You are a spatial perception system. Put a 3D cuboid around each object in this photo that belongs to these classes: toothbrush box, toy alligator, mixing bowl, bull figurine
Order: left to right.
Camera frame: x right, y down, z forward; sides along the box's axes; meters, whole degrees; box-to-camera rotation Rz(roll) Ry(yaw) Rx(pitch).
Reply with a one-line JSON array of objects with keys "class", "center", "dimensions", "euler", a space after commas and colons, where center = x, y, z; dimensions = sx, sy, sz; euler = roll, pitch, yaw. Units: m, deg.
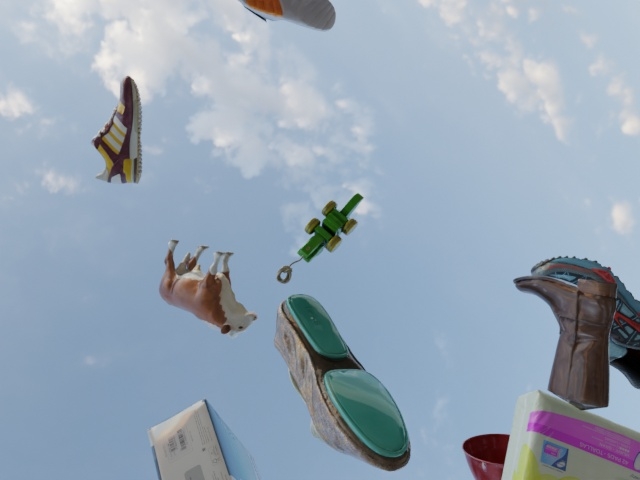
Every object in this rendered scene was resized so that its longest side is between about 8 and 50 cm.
[{"class": "bull figurine", "center": [-0.272, 0.110, 1.249], "dimensions": [0.101, 0.310, 0.188], "euler": [11, -89, -55]}, {"class": "toothbrush box", "center": [-0.193, 0.482, 1.015], "dimensions": [0.126, 0.295, 0.216], "euler": [-28, -135, -8]}, {"class": "toy alligator", "center": [0.000, 0.000, 0.830], "dimensions": [0.056, 0.051, 0.190], "euler": [41, -102, 13]}, {"class": "mixing bowl", "center": [0.405, 0.503, 1.157], "dimensions": [0.181, 0.181, 0.098], "euler": [-2, -92, -36]}]

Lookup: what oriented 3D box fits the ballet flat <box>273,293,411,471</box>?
[{"class": "ballet flat", "center": [0.015, 0.198, 0.704], "dimensions": [0.107, 0.106, 0.316], "euler": [10, -155, -28]}]

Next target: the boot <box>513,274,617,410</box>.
[{"class": "boot", "center": [0.215, 0.091, 0.483], "dimensions": [0.037, 0.106, 0.114], "euler": [8, -93, -26]}]

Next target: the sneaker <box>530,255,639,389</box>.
[{"class": "sneaker", "center": [0.438, 0.129, 0.818], "dimensions": [0.262, 0.104, 0.125], "euler": [36, -128, 3]}]

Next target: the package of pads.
[{"class": "package of pads", "center": [0.422, 0.432, 0.873], "dimensions": [0.229, 0.101, 0.296], "euler": [22, -115, 3]}]

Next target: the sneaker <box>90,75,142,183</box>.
[{"class": "sneaker", "center": [-0.353, -0.190, 0.910], "dimensions": [0.084, 0.069, 0.185], "euler": [0, -80, -14]}]

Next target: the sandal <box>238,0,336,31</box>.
[{"class": "sandal", "center": [-0.094, -0.503, 1.114], "dimensions": [0.265, 0.076, 0.102], "euler": [16, -94, -30]}]
